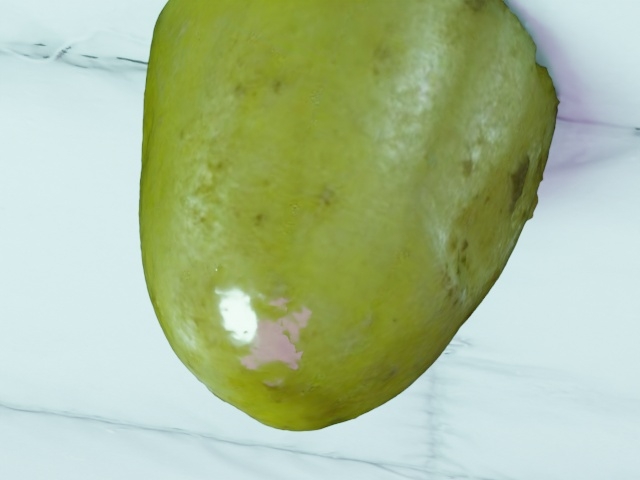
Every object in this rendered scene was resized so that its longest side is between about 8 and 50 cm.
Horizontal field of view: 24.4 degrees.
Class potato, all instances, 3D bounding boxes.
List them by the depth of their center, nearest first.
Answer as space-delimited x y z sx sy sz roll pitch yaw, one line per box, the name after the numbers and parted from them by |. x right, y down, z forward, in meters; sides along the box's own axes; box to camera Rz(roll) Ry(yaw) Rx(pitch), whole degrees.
0.000 0.000 0.603 0.178 0.158 0.203 16 158 -7 | potato
